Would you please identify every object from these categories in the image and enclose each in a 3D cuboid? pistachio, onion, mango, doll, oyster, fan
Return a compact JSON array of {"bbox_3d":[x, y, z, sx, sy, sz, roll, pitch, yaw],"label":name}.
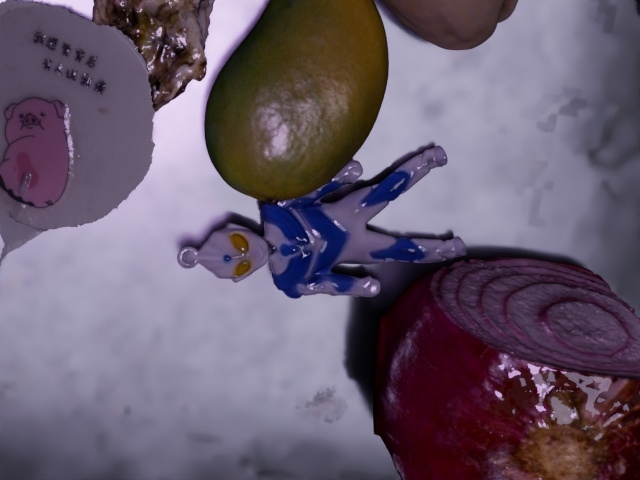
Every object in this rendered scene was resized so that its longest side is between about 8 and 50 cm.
[{"bbox_3d":[0.073,-0.246,1.140,0.136,0.136,0.226,-35,110,1],"label":"pistachio"},{"bbox_3d":[0.142,0.137,1.172,0.206,0.216,0.207,6,107,-4],"label":"onion"},{"bbox_3d":[-0.012,-0.118,1.162,0.122,0.085,0.191,32,92,10],"label":"mango"},{"bbox_3d":[0.000,0.000,1.206,0.227,0.057,0.114,-13,106,-6],"label":"doll"},{"bbox_3d":[-0.128,-0.159,1.158,0.108,0.053,0.165,4,109,-4],"label":"oyster"},{"bbox_3d":[-0.234,-0.031,1.177,0.182,0.010,0.310,23,105,9],"label":"fan"}]
